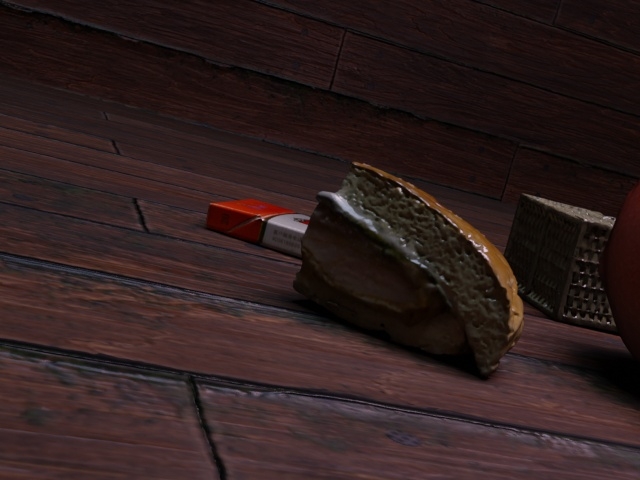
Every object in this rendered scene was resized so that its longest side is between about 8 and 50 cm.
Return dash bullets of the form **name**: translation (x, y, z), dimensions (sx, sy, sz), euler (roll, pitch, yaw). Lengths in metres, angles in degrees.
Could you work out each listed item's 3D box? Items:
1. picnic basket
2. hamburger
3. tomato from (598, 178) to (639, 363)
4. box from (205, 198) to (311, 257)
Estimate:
- **picnic basket**: translation (0.345, 0.030, 1.160), dimensions (0.154, 0.134, 0.196), euler (10, 9, -12)
- **hamburger**: translation (0.101, 0.021, 0.795), dimensions (0.208, 0.135, 0.155), euler (24, 14, 34)
- **tomato**: translation (0.421, 0.029, 0.840), dimensions (0.322, 0.321, 0.321), euler (15, 9, -2)
- **box**: translation (0.000, 0.000, 1.070), dimensions (0.245, 0.035, 0.139), euler (18, 10, 15)
